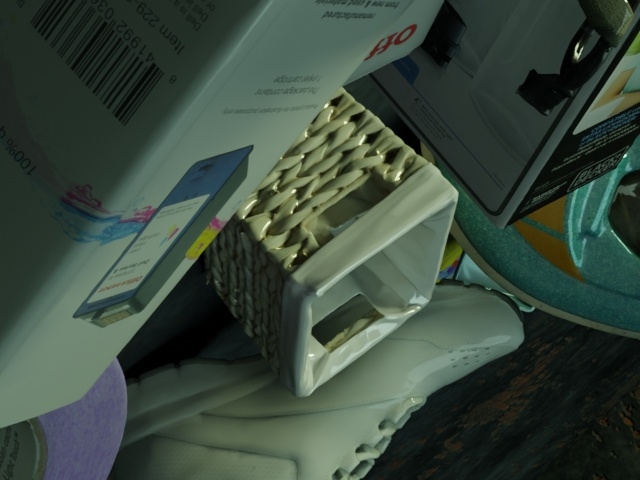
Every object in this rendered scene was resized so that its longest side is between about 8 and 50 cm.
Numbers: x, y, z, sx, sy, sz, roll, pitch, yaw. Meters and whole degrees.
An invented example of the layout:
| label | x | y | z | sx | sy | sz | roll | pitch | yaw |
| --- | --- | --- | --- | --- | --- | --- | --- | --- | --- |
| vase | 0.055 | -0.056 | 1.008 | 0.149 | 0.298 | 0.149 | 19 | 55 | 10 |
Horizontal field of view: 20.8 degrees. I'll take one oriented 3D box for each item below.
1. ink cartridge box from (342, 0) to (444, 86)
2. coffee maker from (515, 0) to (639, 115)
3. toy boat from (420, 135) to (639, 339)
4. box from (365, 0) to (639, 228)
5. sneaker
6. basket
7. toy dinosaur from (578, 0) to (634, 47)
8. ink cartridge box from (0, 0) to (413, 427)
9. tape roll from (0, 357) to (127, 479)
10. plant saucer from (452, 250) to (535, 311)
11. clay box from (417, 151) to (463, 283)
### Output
| label | x | y | z | sx | sy | sz | roll | pitch | yaw |
| --- | --- | --- | --- | --- | --- | --- | --- | --- | --- |
| ink cartridge box | 0.000 | -0.146 | 0.694 | 0.148 | 0.086 | 0.203 | -28 | 159 | -35 |
| coffee maker | 0.049 | -0.165 | 0.525 | 0.120 | 0.178 | 0.171 | -38 | -155 | 56 |
| toy boat | 0.203 | -0.092 | 1.073 | 0.148 | 0.267 | 0.318 | -49 | 154 | -73 |
| box | 0.108 | -0.160 | 0.760 | 0.087 | 0.169 | 0.290 | -26 | 159 | -34 |
| sneaker | 0.001 | 0.118 | 1.147 | 0.297 | 0.129 | 0.111 | -23 | 158 | 5 |
| basket | 0.000 | 0.000 | 1.019 | 0.113 | 0.103 | 0.167 | -36 | 163 | -17 |
| toy dinosaur | -0.019 | -0.149 | 0.447 | 0.118 | 0.268 | 0.064 | 118 | -5 | -51 |
| ink cartridge box | -0.095 | -0.061 | 0.584 | 0.212 | 0.154 | 0.093 | -49 | 163 | 22 |
| tape roll | -0.220 | 0.104 | 0.750 | 0.275 | 0.090 | 0.275 | -33 | 151 | -21 |
| plant saucer | 0.147 | -0.048 | 1.191 | 0.067 | 0.018 | 0.192 | 15 | 102 | -21 |
| clay box | 0.051 | 0.025 | 1.270 | 0.127 | 0.053 | 0.222 | -39 | 163 | -10 |
